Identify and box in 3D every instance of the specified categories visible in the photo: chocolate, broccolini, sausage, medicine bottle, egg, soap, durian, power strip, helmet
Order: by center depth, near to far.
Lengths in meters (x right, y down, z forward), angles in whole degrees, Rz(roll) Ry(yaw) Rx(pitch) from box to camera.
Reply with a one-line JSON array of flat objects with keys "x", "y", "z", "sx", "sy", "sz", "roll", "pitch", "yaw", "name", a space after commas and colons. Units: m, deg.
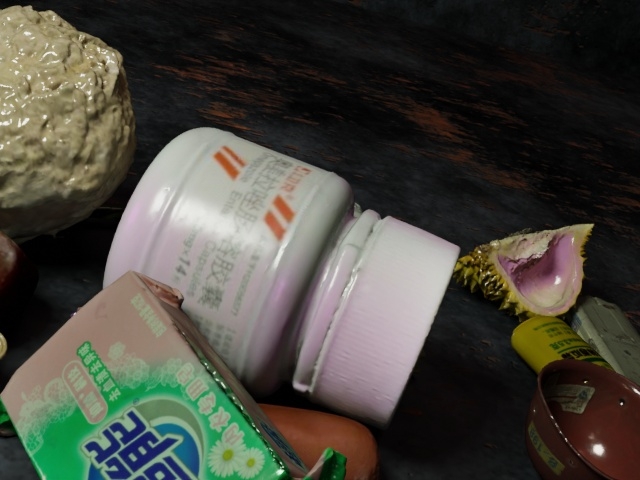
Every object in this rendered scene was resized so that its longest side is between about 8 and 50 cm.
[{"x": -0.131, "y": 0.162, "z": 0.700, "sx": 0.273, "sy": 0.218, "sz": 0.098, "roll": 44, "pitch": 0, "yaw": 41, "name": "soap"}, {"x": -0.036, "y": 0.187, "z": 0.818, "sx": 0.194, "sy": 0.077, "sz": 0.077, "roll": 13, "pitch": 26, "yaw": -16, "name": "sausage"}, {"x": -0.321, "y": 0.042, "z": 0.882, "sx": 0.080, "sy": 0.125, "sz": 0.148, "roll": 35, "pitch": 21, "yaw": -3, "name": "chocolate"}, {"x": -0.035, "y": 0.042, "z": 0.910, "sx": 0.302, "sy": 0.241, "sz": 0.241, "roll": 22, "pitch": 25, "yaw": 7, "name": "medicine bottle"}, {"x": 0.279, "y": 0.217, "z": 0.927, "sx": 0.155, "sy": 0.106, "sz": 0.175, "roll": -6, "pitch": 40, "yaw": -36, "name": "helmet"}, {"x": -0.355, "y": -0.125, "z": 0.999, "sx": 0.311, "sy": 0.279, "sz": 0.279, "roll": -7, "pitch": 25, "yaw": 7, "name": "egg"}, {"x": 0.332, "y": 0.184, "z": 1.080, "sx": 0.095, "sy": 0.064, "sz": 0.260, "roll": 2, "pitch": 30, "yaw": -31, "name": "medicine bottle"}, {"x": -0.280, "y": -0.034, "z": 1.146, "sx": 0.239, "sy": 0.051, "sz": 0.054, "roll": 4, "pitch": -13, "yaw": -16, "name": "broccolini"}, {"x": 0.406, "y": 0.157, "z": 1.216, "sx": 0.092, "sy": 0.034, "sz": 0.268, "roll": 13, "pitch": 26, "yaw": -12, "name": "power strip"}, {"x": 0.283, "y": 0.037, "z": 1.270, "sx": 0.165, "sy": 0.132, "sz": 0.182, "roll": 17, "pitch": 34, "yaw": 25, "name": "durian"}]

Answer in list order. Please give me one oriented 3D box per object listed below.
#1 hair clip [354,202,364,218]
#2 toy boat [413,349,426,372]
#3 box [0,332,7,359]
[{"x": 0.005, "y": -0.039, "z": 1.342, "sx": 0.172, "sy": 0.049, "sz": 0.116, "roll": 30, "pitch": 40, "yaw": 6, "name": "hair clip"}, {"x": 0.071, "y": 0.092, "z": 1.089, "sx": 0.066, "sy": 0.065, "sz": 0.172, "roll": -12, "pitch": 42, "yaw": -26, "name": "toy boat"}, {"x": -0.347, "y": 0.105, "z": 0.737, "sx": 0.111, "sy": 0.111, "sz": 0.177, "roll": 28, "pitch": 27, "yaw": 20, "name": "box"}]
